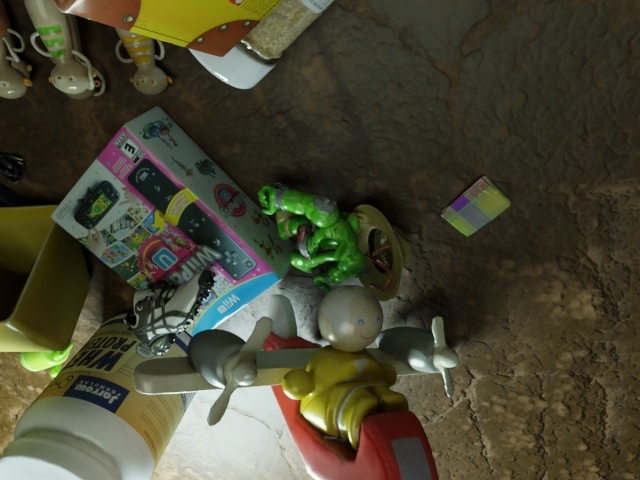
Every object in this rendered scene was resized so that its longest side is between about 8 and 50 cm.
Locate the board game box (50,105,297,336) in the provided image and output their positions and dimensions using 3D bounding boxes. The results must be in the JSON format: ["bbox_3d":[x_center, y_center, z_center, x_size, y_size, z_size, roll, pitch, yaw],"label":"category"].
[{"bbox_3d":[-0.223,-0.014,0.762,0.224,0.097,0.303,-37,107,29],"label":"board game box"}]

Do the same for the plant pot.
[{"bbox_3d":[-0.514,0.085,0.814,0.212,0.212,0.187,-2,144,7],"label":"plant pot"}]

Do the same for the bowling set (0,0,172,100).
[{"bbox_3d":[-0.363,-0.233,0.610,0.287,0.200,0.154,2,122,16],"label":"bowling set"}]

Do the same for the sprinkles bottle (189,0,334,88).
[{"bbox_3d":[-0.001,-0.319,0.511,0.355,0.121,0.121,-35,107,28],"label":"sprinkles bottle"}]

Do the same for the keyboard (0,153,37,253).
[{"bbox_3d":[-0.616,-0.108,0.836,0.317,0.033,0.201,32,122,-8],"label":"keyboard"}]

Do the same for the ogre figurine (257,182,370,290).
[{"bbox_3d":[0.000,0.000,0.708,0.118,0.097,0.197,-1,112,42],"label":"ogre figurine"}]

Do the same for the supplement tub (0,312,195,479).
[{"bbox_3d":[-0.366,0.303,0.851,0.228,0.316,0.228,6,121,10],"label":"supplement tub"}]

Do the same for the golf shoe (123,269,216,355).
[{"bbox_3d":[-0.233,0.098,0.730,0.094,0.077,0.198,38,121,-10],"label":"golf shoe"}]

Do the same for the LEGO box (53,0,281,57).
[{"bbox_3d":[-0.044,-0.447,0.331,0.500,0.193,0.372,-32,84,27],"label":"LEGO box"}]

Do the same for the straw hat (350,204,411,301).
[{"bbox_3d":[0.099,0.013,0.717,0.061,0.144,0.144,-14,126,-27],"label":"straw hat"}]

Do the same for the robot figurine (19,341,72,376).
[{"bbox_3d":[-0.568,0.230,1.003,0.115,0.067,0.101,-20,116,23],"label":"robot figurine"}]

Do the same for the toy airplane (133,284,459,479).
[{"bbox_3d":[0.006,0.174,0.687,0.384,0.386,0.272,22,110,12],"label":"toy airplane"}]

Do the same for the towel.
[{"bbox_3d":[0.220,-0.047,0.687,0.060,0.009,0.083,38,122,-11],"label":"towel"}]
